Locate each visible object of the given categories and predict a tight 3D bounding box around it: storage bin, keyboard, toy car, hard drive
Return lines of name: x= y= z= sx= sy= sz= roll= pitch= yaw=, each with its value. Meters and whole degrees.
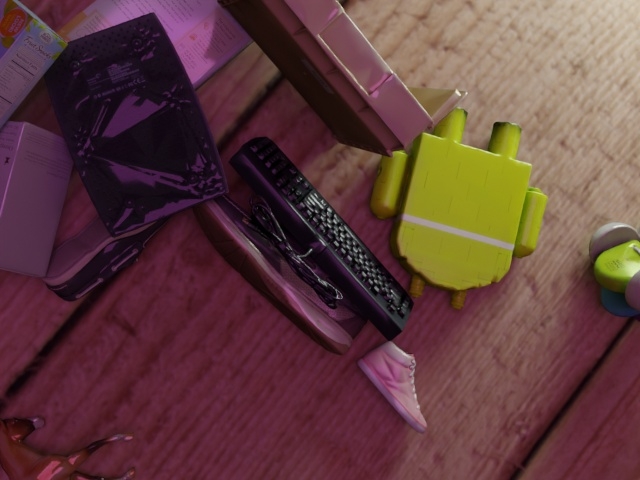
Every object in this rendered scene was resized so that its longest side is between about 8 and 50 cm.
storage bin: x=0.021 y=-0.246 z=1.201 sx=0.123 sy=0.260 sz=0.262 roll=-43 pitch=108 yaw=-5
keyboard: x=0.000 y=0.000 z=1.253 sx=0.317 sy=0.201 sz=0.033 roll=47 pitch=118 yaw=-4
toy car: x=0.471 y=0.053 z=1.360 sx=0.182 sy=0.159 sz=0.136 roll=-13 pitch=126 yaw=-11
hard drive: x=-0.233 y=-0.143 z=1.215 sx=0.172 sy=0.054 sz=0.254 roll=-22 pitch=82 yaw=-8

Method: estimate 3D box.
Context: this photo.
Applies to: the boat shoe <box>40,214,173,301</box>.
boat shoe: x=-0.270 y=0.005 z=1.273 sx=0.206 sy=0.075 sz=0.065 roll=-36 pitch=136 yaw=-15

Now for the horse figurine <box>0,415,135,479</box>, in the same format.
horse figurine: x=-0.323 y=0.350 z=1.232 sx=0.175 sy=0.066 sz=0.263 roll=-2 pitch=85 yaw=-16

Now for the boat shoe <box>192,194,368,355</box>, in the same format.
boat shoe: x=-0.048 y=0.029 z=1.283 sx=0.285 sy=0.103 sz=0.092 roll=45 pitch=72 yaw=-5

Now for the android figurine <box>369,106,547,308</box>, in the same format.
android figurine: x=0.193 y=-0.043 z=1.346 sx=0.248 sy=0.056 sz=0.272 roll=14 pitch=84 yaw=-9

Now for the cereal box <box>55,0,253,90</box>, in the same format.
cereal box: x=-0.206 y=-0.281 z=1.294 sx=0.240 sy=0.047 sz=0.173 roll=-42 pitch=95 yaw=-10

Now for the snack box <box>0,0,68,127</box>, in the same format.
snack box: x=-0.430 y=-0.209 z=1.162 sx=0.174 sy=0.070 sz=0.207 roll=40 pitch=93 yaw=31

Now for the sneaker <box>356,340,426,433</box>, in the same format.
sneaker: x=0.117 y=0.196 z=1.322 sx=0.070 sy=0.051 sz=0.134 roll=-39 pitch=90 yaw=-4

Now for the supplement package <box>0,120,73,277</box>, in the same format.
supplement package: x=-0.393 y=-0.054 z=1.203 sx=0.105 sy=0.105 sz=0.179 roll=10 pitch=84 yaw=26
